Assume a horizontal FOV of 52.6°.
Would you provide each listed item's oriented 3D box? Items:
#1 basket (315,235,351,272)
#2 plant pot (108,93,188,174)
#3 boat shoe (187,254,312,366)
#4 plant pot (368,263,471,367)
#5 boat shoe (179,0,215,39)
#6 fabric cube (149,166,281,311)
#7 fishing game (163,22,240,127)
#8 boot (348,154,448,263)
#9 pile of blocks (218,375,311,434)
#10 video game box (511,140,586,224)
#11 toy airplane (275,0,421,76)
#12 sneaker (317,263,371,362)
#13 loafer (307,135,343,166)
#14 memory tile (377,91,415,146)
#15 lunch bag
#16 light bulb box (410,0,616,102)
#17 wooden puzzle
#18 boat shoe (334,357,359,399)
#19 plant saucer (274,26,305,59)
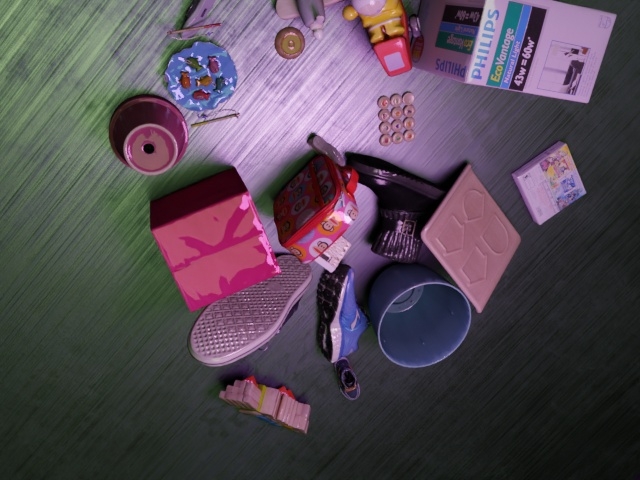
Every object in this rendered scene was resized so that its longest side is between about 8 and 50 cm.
[{"bbox_3d":[0.000,0.000,1.875,0.113,0.167,0.103,37,93,-27],"label":"basket"},{"bbox_3d":[-0.428,-0.251,1.628,0.201,0.180,0.202,-7,116,-14],"label":"plant pot"},{"bbox_3d":[-0.184,0.209,1.784,0.186,0.500,0.156,30,125,13],"label":"boat shoe"},{"bbox_3d":[0.281,0.205,2.003,0.292,0.235,0.293,-6,115,-12],"label":"plant pot"},{"bbox_3d":[-0.309,-0.563,1.603,0.040,0.049,0.142,47,112,16],"label":"boat shoe"},{"bbox_3d":[-0.284,-0.009,1.730,0.258,0.254,0.259,-23,113,-7],"label":"fabric cube"},{"bbox_3d":[-0.303,-0.414,1.654,0.189,0.041,0.264,-12,126,-12],"label":"fishing game"},{"bbox_3d":[0.193,-0.083,1.910,0.347,0.131,0.260,20,106,-23],"label":"boot"},{"bbox_3d":[-0.168,0.520,2.104,0.362,0.148,0.113,38,56,-36],"label":"pile of blocks"},{"bbox_3d":[0.731,-0.182,2.070,0.187,0.048,0.205,-33,118,2],"label":"video game box"},{"bbox_3d":[0.124,-0.631,1.564,0.384,0.272,0.386,28,121,-4],"label":"toy airplane"},{"bbox_3d":[0.078,0.220,2.032,0.147,0.129,0.330,-11,120,-27],"label":"sneaker"},{"bbox_3d":[0.015,-0.251,1.841,0.125,0.039,0.045,40,65,-30],"label":"loafer"},{"bbox_3d":[0.221,-0.348,1.867,0.113,0.012,0.148,-11,115,-11],"label":"memory tile"},{"bbox_3d":[-0.002,-0.100,1.743,0.258,0.293,0.120,-41,119,16],"label":"lunch bag"},{"bbox_3d":[0.473,-0.515,1.672,0.360,0.358,0.226,4,110,-19],"label":"light bulb box"},{"bbox_3d":[0.451,-0.006,1.971,0.348,0.080,0.322,52,57,-21],"label":"wooden puzzle"},{"bbox_3d":[0.094,0.478,2.157,0.065,0.083,0.184,-23,118,-5],"label":"boat shoe"},{"bbox_3d":[-0.079,-0.518,1.703,0.083,0.015,0.084,-6,115,-14],"label":"plant saucer"}]
